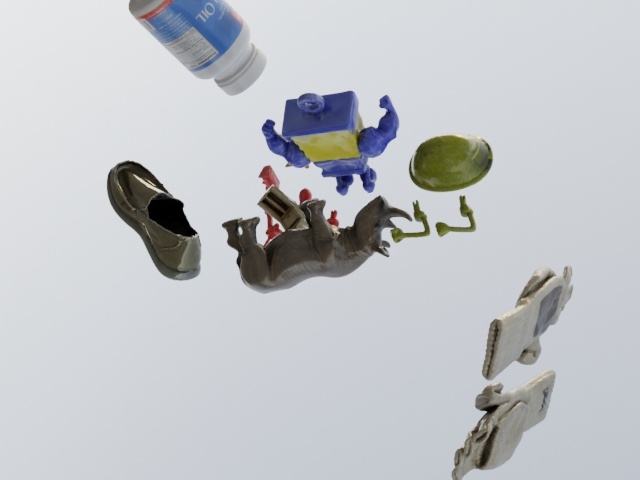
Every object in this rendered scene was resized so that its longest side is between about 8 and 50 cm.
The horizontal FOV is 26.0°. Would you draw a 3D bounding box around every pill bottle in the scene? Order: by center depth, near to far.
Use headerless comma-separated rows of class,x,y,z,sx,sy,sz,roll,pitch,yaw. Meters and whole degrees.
pill bottle,-0.191,-0.338,2.225,0.124,0.221,0.124,-32,-146,25

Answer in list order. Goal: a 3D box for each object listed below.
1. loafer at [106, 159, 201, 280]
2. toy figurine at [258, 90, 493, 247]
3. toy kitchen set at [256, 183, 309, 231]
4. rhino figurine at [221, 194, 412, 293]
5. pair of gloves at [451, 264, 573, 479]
loafer,-0.246,-0.048,2.133,0.251,0.094,0.087,50,-46,33
toy figurine,0.040,-0.124,1.977,0.363,0.217,0.191,-4,-129,24
toy kitchen set,-0.063,-0.017,1.891,0.068,0.075,0.083,-48,-172,20
rhino figurine,0.000,0.000,1.785,0.243,0.106,0.073,-13,-173,6
pair of gloves,0.220,0.147,1.587,0.042,0.204,0.240,22,-56,26
